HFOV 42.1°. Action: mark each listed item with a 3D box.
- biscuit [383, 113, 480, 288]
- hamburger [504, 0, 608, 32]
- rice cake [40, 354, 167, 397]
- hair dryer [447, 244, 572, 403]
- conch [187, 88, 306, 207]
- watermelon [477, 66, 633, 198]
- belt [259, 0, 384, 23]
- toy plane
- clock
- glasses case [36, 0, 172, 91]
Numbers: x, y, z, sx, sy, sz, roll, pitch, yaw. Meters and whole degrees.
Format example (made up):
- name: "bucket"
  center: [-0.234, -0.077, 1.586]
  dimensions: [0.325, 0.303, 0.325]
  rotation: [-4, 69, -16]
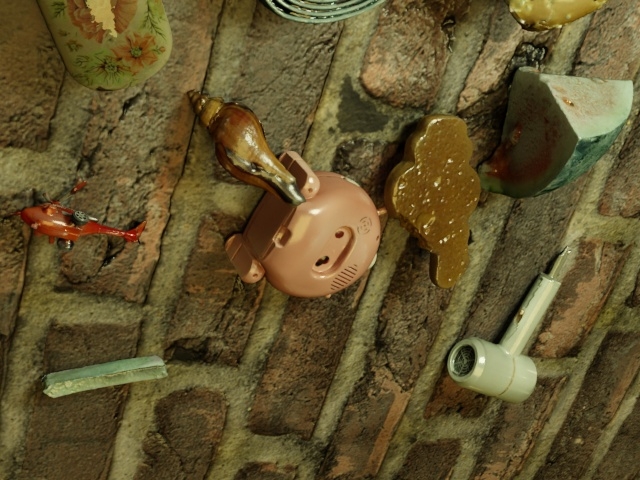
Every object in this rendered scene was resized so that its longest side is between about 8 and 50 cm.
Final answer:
- name: "biscuit"
  center: [0.203, -0.062, 1.459]
  dimensions: [0.183, 0.047, 0.319]
  rotation: [-27, 117, -15]
- name: "hamburger"
  center: [0.342, -0.490, 1.193]
  dimensions: [0.277, 0.195, 0.318]
  rotation: [-28, 124, 17]
- name: "rice cake"
  center: [-0.373, 0.235, 1.443]
  dimensions: [0.211, 0.043, 0.034]
  rotation: [-7, 117, -19]
- name: "hair dryer"
  center: [0.413, 0.159, 1.713]
  dimensions: [0.173, 0.107, 0.357]
  rotation: [22, 99, -32]
- name: "conch"
  center: [-0.118, -0.140, 1.262]
  dimensions: [0.086, 0.080, 0.232]
  rotation: [-31, 85, 11]
- name: "watermelon"
  center: [0.386, -0.195, 1.421]
  dimensions: [0.320, 0.289, 0.213]
  rotation: [-35, 97, 15]
- name: "belt"
  center: [0.014, -0.415, 1.174]
  dimensions: [0.268, 0.116, 0.206]
  rotation: [-13, 119, -12]
- name: "toy plane"
  center: [-0.367, -0.016, 1.283]
  dimensions: [0.126, 0.077, 0.194]
  rotation: [-38, 136, 13]
- name: "clock"
  center: [0.000, 0.000, 1.404]
  dimensions: [0.241, 0.142, 0.227]
  rotation: [23, 108, -36]
- name: "glasses case"
  center: [-0.314, -0.393, 1.059]
  dimensions: [0.157, 0.098, 0.425]
  rotation: [-25, 125, -13]
